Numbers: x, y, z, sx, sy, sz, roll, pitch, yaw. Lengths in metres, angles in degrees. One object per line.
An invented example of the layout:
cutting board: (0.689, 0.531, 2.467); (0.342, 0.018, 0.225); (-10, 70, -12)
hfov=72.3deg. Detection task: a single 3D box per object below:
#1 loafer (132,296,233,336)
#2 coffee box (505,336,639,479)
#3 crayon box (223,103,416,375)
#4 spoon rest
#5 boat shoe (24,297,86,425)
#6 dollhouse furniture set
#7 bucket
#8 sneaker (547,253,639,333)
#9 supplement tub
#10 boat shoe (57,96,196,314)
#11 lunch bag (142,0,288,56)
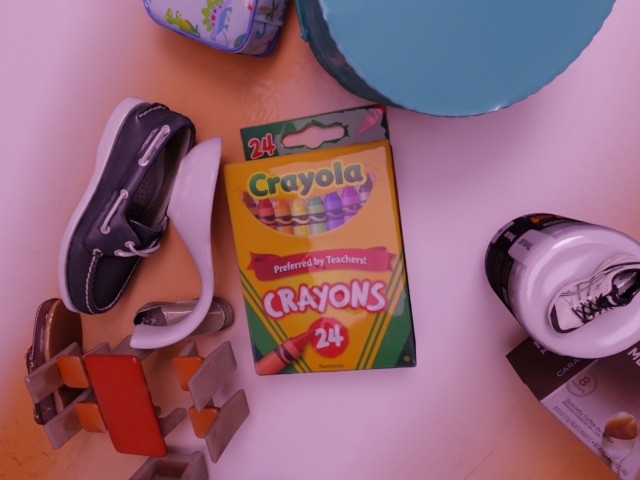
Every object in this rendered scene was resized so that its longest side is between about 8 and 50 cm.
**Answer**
loafer: (-0.195, 0.111, 0.614); (0.148, 0.050, 0.056); (-7, 97, 12)
coffee box: (0.352, 0.182, 0.476); (0.246, 0.098, 0.141); (43, 102, -7)
crayon box: (0.000, 0.000, 0.545); (0.202, 0.081, 0.318); (-7, 96, 12)
spoon rest: (-0.160, 0.005, 0.550); (0.084, 0.137, 0.276); (17, 99, -18)
boat shoe: (-0.403, 0.185, 0.653); (0.073, 0.073, 0.206); (3, 98, 9)
dollhouse furniture set: (-0.239, 0.262, 0.575); (0.262, 0.135, 0.259); (-5, 107, 18)
bucket: (0.109, -0.248, 0.397); (0.281, 0.183, 0.281); (-1, 114, -2)
sneaker: (0.212, 0.043, 0.336); (0.032, 0.037, 0.083); (43, 105, 1)
supplement tub: (0.237, 0.033, 0.447); (0.117, 0.190, 0.116); (1, 99, 10)
boat shoe: (-0.250, -0.031, 0.573); (0.091, 0.114, 0.302); (22, 102, 13)
lunch bag: (-0.110, -0.337, 0.490); (0.176, 0.090, 0.219); (26, 117, 15)
